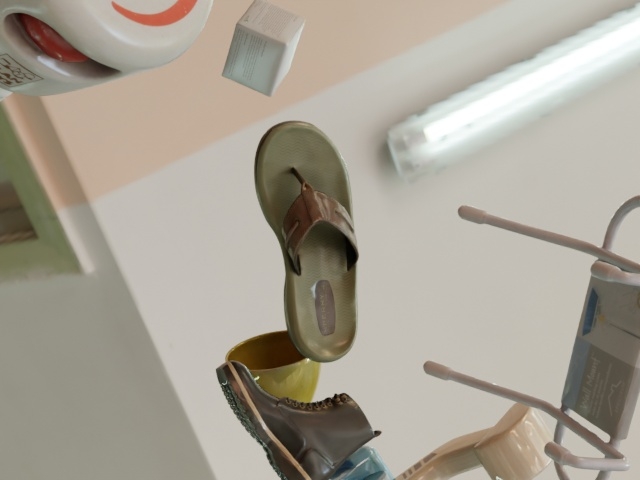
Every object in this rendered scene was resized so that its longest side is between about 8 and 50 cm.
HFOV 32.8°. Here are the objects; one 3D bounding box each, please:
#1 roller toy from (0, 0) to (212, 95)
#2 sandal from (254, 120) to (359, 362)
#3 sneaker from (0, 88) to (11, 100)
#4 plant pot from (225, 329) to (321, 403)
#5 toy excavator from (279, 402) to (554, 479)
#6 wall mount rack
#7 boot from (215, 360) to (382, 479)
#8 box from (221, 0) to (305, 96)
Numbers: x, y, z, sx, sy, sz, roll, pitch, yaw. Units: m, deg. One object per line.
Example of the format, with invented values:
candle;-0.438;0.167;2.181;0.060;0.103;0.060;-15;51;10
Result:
roller toy;-0.182;-0.200;0.751;0.146;0.191;0.209;-7;-161;34
sandal;0.002;0.001;1.324;0.120;0.303;0.086;-14;-174;-19
sneaker;-0.524;-0.243;1.389;0.152;0.305;0.114;-41;-135;37
plant pot;-0.056;0.193;1.496;0.134;0.095;0.134;-9;-164;3
toy excavator;0.098;0.397;1.672;0.445;0.222;0.433;-35;-177;-19
wall mount rack;0.257;0.101;1.234;0.130;0.350;0.304;9;-170;-23
boot;-0.028;0.207;1.362;0.137;0.198;0.077;-35;-170;-16
box;-0.087;-0.298;1.676;0.087;0.101;0.102;24;-140;2
